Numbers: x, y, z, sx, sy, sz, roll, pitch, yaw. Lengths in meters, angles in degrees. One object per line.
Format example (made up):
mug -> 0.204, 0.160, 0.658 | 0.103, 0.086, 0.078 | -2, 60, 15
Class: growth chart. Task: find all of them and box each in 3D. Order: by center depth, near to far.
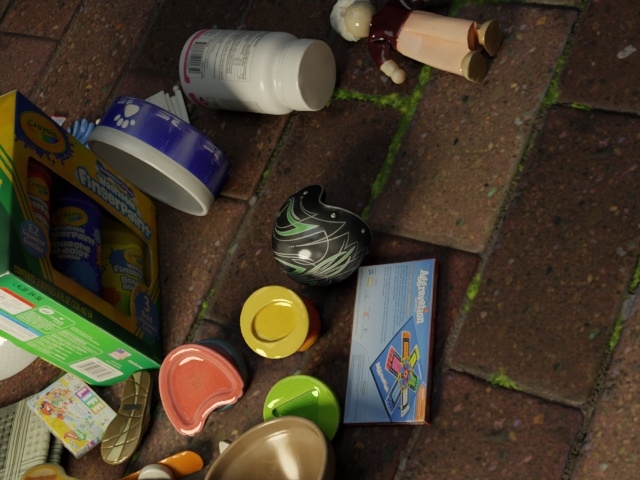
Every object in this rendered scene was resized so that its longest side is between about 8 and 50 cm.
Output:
growth chart -> -0.380, -0.235, 2.225 | 0.237, 0.021, 0.172 | -21, 57, 18

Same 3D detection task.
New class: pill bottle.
pill bottle -> -0.122, -0.330, 2.045 | 0.283, 0.160, 0.160 | 10, 70, 32

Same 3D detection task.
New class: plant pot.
plant pot -> -0.065, 0.398, 1.622 | 0.237, 0.110, 0.237 | -25, 34, 18

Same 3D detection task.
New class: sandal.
sandal -> -0.339, 0.323, 1.888 | 0.072, 0.049, 0.180 | 0, 56, 20

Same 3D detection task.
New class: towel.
towel -> -0.615, 0.454, 1.948 | 0.312, 0.056, 0.324 | -22, 45, 20

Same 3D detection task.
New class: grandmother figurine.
grandmother figurine -> 0.167, -0.398, 1.962 | 0.342, 0.104, 0.208 | 20, 67, 33

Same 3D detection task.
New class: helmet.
helmet -> 0.000, 0.000, 1.800 | 0.169, 0.169, 0.161 | -36, 37, 8

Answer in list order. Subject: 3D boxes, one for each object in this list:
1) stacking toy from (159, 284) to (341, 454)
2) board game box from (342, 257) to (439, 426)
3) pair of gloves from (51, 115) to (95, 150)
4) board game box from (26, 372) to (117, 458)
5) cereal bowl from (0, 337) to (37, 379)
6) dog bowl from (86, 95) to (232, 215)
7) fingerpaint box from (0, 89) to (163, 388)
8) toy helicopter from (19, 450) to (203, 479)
stacking toy -> -0.098, 0.251, 1.787 | 0.309, 0.130, 0.279 | -31, 80, 15
board game box -> 0.119, 0.168, 1.727 | 0.145, 0.027, 0.281 | -7, 62, 28
pair of gloves -> -0.588, -0.207, 2.327 | 0.198, 0.023, 0.159 | 14, 72, 33
board game box -> -0.454, 0.320, 1.926 | 0.103, 0.026, 0.154 | -37, 56, -28
cereal bowl -> -0.688, 0.112, 2.138 | 0.339, 0.141, 0.339 | -13, 59, 22
dog bowl -> -0.304, -0.159, 1.989 | 0.265, 0.265, 0.104 | 20, 74, 35
fingerpaint box -> -0.466, 0.011, 1.875 | 0.163, 0.445, 0.371 | -19, 56, 18
toy helicopter -> -0.353, 0.435, 1.762 | 0.355, 0.140, 0.235 | 11, 36, 27
